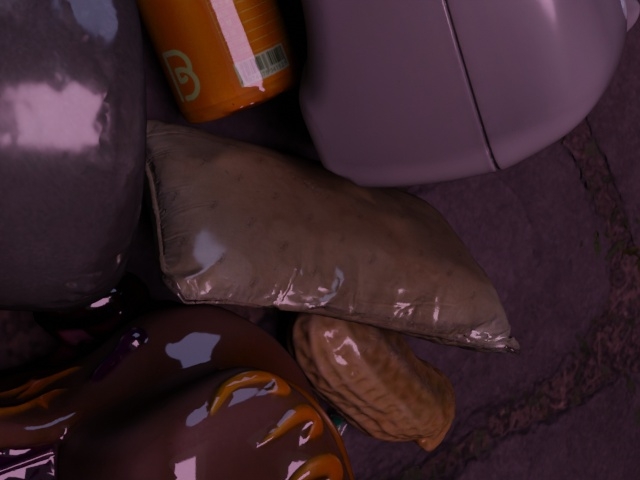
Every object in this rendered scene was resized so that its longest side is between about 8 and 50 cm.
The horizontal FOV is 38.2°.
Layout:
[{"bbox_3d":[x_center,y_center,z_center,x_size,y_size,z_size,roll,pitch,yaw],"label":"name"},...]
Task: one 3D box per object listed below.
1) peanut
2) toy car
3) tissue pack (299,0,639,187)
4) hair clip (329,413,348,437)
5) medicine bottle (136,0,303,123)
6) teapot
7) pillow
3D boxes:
[{"bbox_3d":[0.044,0.109,0.761,0.083,0.093,0.194,-38,127,12],"label":"peanut"},{"bbox_3d":[-0.143,0.168,0.556,0.340,0.240,0.271,-15,102,-29],"label":"toy car"},{"bbox_3d":[0.083,-0.217,0.634,0.229,0.235,0.333,-60,134,-65],"label":"tissue pack"},{"bbox_3d":[-0.016,0.225,0.754,0.049,0.049,0.173,24,83,-31],"label":"hair clip"},{"bbox_3d":[-0.087,-0.186,0.646,0.096,0.096,0.192,-31,110,-26],"label":"medicine bottle"},{"bbox_3d":[-0.245,-0.033,0.477,0.285,0.223,0.305,-1,62,-23],"label":"teapot"},{"bbox_3d":[0.000,0.000,0.683,0.302,0.185,0.075,13,125,-32],"label":"pillow"}]
